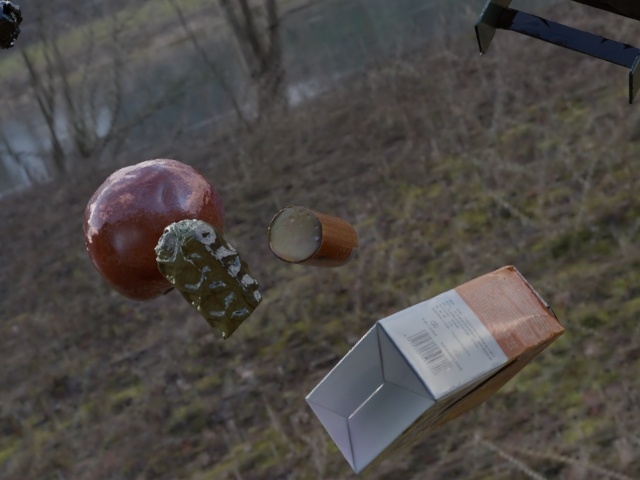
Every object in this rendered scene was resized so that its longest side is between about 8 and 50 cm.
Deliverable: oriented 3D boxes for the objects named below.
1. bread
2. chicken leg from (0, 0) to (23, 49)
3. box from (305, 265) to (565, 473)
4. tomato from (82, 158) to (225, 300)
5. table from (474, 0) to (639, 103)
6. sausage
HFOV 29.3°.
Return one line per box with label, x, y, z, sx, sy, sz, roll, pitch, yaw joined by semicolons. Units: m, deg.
bread;-0.101;0.028;1.098;0.066;0.110;0.060;-43;4;-25
chicken leg;-0.338;-0.213;0.974;0.063;0.105;0.234;-15;-21;39
box;0.177;0.185;1.830;0.341;0.143;0.225;-18;-24;-44
tomato;-0.253;-0.024;1.826;0.232;0.188;0.232;-38;14;11
table;0.242;-0.225;1.088;0.146;0.062;0.175;22;73;21
sausage;0.000;0.000;1.561;0.071;0.071;0.234;-18;-8;14
